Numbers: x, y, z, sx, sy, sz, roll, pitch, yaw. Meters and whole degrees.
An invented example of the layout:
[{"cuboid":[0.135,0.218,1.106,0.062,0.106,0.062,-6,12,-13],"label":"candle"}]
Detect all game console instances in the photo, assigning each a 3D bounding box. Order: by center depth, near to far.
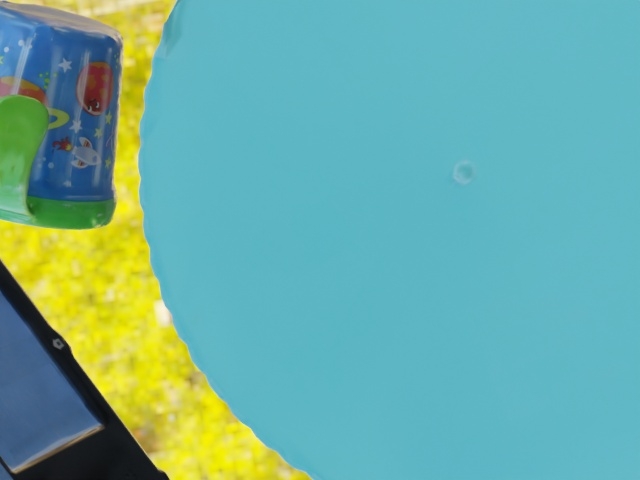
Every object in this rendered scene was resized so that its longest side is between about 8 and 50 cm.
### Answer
[{"cuboid":[-0.315,0.132,1.313,0.386,0.060,0.342,53,-146,8],"label":"game console"}]

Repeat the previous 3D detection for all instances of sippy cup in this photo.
[{"cuboid":[-0.329,-0.152,1.850,0.305,0.240,0.224,27,107,47],"label":"sippy cup"}]

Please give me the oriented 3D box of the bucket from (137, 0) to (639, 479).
[{"cuboid":[0.078,-0.027,0.603,0.183,0.281,0.281,-12,-88,-70],"label":"bucket"}]
